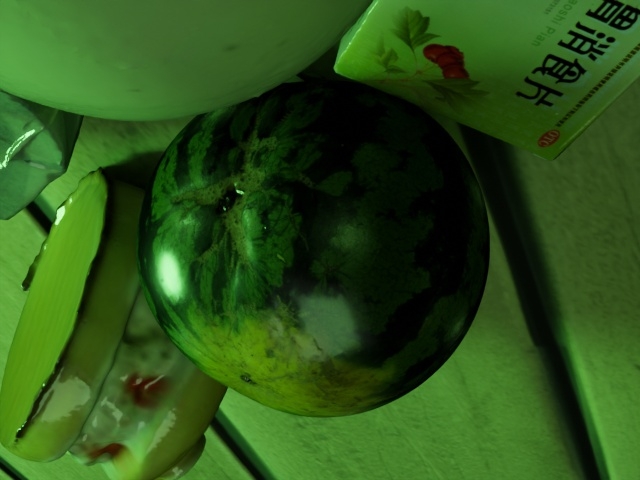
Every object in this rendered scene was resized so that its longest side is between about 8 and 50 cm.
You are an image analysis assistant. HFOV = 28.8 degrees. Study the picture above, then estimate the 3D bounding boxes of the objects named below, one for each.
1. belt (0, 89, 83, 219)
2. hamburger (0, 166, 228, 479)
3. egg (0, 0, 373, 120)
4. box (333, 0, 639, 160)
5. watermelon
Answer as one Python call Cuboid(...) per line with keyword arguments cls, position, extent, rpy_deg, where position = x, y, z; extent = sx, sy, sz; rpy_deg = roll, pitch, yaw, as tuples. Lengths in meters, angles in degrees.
Cuboid(cls="belt", position=(-0.333, -0.104, 1.000), extent=(0.347, 0.117, 0.212), rpy_deg=(-15, 140, 37))
Cuboid(cls="hamburger", position=(-0.175, 0.089, 1.139), extent=(0.186, 0.261, 0.303), rpy_deg=(23, 166, -24))
Cuboid(cls="egg", position=(-0.086, -0.194, 0.578), extent=(0.283, 0.345, 0.283), rpy_deg=(1, 104, 2))
Cuboid(cls="box", position=(0.137, -0.165, 0.785), extent=(0.175, 0.062, 0.260), rpy_deg=(21, 147, -12))
Cuboid(cls="watermelon", position=(0.000, 0.005, 0.932), extent=(0.269, 0.269, 0.269), rpy_deg=(10, 148, 6))
